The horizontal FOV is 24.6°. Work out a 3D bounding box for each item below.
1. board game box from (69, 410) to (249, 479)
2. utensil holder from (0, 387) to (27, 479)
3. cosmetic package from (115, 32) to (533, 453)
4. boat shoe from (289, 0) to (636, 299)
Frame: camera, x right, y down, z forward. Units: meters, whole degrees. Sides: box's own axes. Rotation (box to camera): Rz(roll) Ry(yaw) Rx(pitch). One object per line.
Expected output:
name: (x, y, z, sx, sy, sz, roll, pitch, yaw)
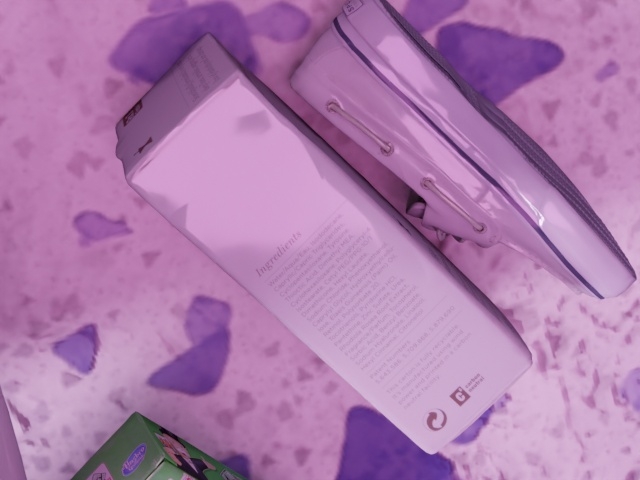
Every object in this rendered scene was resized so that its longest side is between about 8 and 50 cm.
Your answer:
board game box: (-0.137, 0.264, 0.849, 0.317, 0.046, 0.213, -46, 132, 4)
utensil holder: (-0.365, 0.118, 0.660, 0.385, 0.327, 0.328, -22, 110, -1)
cosmetic package: (0.000, 0.000, 0.798, 0.085, 0.117, 0.231, -44, 111, 5)
boat shoe: (0.079, -0.039, 0.829, 0.076, 0.083, 0.226, -43, 98, 16)
